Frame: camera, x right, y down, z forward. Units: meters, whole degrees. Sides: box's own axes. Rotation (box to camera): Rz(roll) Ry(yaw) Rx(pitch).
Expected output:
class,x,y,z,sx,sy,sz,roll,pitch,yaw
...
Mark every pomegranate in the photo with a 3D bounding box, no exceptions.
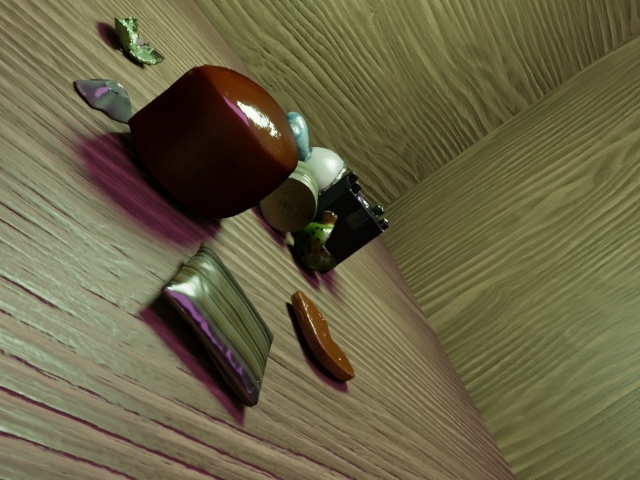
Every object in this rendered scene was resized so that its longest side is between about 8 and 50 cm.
class,x,y,z,sx,sy,sz,roll,pitch,yaw
pomegranate,-0.013,0.002,1.513,0.143,0.122,0.169,-61,151,-84

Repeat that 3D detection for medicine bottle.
class,x,y,z,sx,sy,sz,roll,pitch,yaw
medicine bottle,-0.082,-0.140,1.579,0.151,0.151,0.322,53,11,-13

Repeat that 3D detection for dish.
class,x,y,z,sx,sy,sz,roll,pitch,yaw
dish,-0.376,-0.261,0.968,0.091,0.039,0.137,56,9,3

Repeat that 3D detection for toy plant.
class,x,y,z,sx,sy,sz,roll,pitch,yaw
toy plant,-0.098,-0.310,1.873,0.332,0.247,0.247,47,13,-21

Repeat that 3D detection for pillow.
class,x,y,z,sx,sy,sz,roll,pitch,yaw
pillow,-0.143,0.116,0.816,0.208,0.052,0.212,56,13,-13

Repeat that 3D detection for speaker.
class,x,y,z,sx,sy,sz,roll,pitch,yaw
speaker,0.061,-0.061,1.699,0.184,0.254,0.232,51,11,-14

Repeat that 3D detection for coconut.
class,x,y,z,sx,sy,sz,roll,pitch,yaw
coconut,-0.438,-0.472,1.282,0.133,0.055,0.158,59,10,25

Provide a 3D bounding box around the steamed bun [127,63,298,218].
class,x,y,z,sx,sy,sz,roll,pitch,yaw
steamed bun,-0.178,-0.187,1.074,0.248,0.235,0.379,54,12,-6

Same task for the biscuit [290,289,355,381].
class,x,y,z,sx,sy,sz,roll,pitch,yaw
biscuit,0.004,0.216,1.199,0.186,0.036,0.192,47,13,-48
